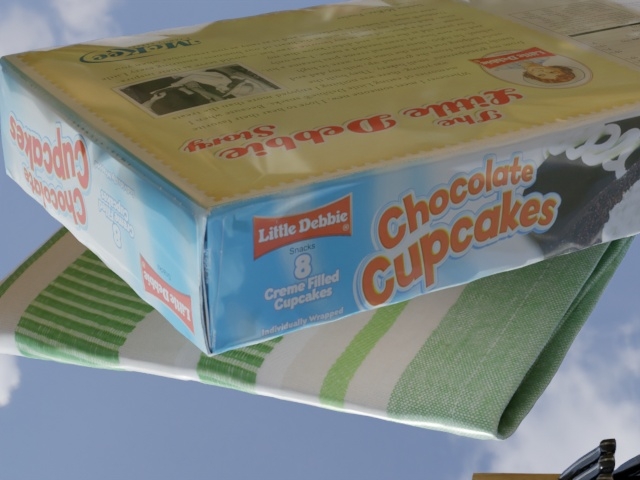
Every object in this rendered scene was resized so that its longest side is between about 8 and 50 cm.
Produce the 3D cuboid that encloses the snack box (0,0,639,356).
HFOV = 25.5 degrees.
[{"bbox_3d":[0.050,-0.052,0.597,0.322,0.060,0.187,-14,-152,-29],"label":"snack box"}]

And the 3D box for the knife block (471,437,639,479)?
[{"bbox_3d":[0.243,0.252,1.114,0.242,0.275,0.088,-1,-126,23],"label":"knife block"}]

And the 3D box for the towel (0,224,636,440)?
[{"bbox_3d":[0.000,0.000,0.731,0.325,0.038,0.248,6,-143,34],"label":"towel"}]
